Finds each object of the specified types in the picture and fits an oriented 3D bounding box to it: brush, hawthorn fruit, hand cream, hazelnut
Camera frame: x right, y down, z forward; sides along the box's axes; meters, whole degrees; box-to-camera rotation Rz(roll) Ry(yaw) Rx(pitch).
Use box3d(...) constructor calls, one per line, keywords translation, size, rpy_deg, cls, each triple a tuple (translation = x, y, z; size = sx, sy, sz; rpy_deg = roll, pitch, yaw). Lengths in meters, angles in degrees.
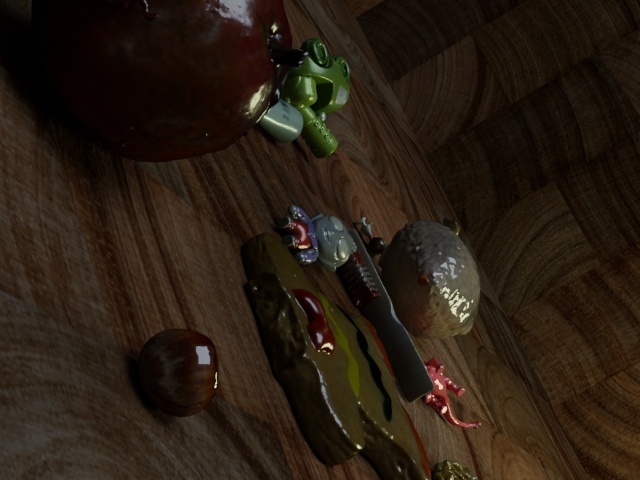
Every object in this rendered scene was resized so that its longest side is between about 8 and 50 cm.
box3d(translation=(0.099, 0.128, 2.171), size=(0.050, 0.060, 0.321), rpy_deg=(6, 53, -59), cls="brush")
box3d(translation=(-0.176, -0.225, 1.420), size=(0.316, 0.316, 0.316), rpy_deg=(55, 13, -20), cls="hawthorn fruit")
box3d(translation=(-0.134, -0.262, 2.182), size=(0.321, 0.067, 0.109), rpy_deg=(35, 28, -52), cls="hand cream")
box3d(translation=(-0.137, 0.126, 1.216), size=(0.086, 0.086, 0.086), rpy_deg=(55, 13, -20), cls="hazelnut")

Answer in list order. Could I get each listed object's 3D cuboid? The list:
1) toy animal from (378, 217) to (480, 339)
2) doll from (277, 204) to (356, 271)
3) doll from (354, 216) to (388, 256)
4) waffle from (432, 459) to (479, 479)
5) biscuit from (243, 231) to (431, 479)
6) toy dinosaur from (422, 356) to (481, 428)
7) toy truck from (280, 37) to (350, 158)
box3d(translation=(0.207, 0.073, 2.388), size=(0.358, 0.188, 0.226), rpy_deg=(59, 11, -78), cls="toy animal")
box3d(translation=(0.000, 0.000, 2.048), size=(0.227, 0.075, 0.102), rpy_deg=(16, 61, -57), cls="doll")
box3d(translation=(0.104, -0.008, 2.543), size=(0.085, 0.040, 0.058), rpy_deg=(60, -1, -18), cls="doll")
box3d(translation=(0.246, 0.438, 2.050), size=(0.192, 0.046, 0.160), rpy_deg=(40, 23, -55), cls="waffle")
box3d(translation=(0.037, 0.184, 1.760), size=(0.394, 0.076, 0.368), rpy_deg=(46, 17, -47), cls="biscuit")
box3d(translation=(0.195, 0.254, 2.294), size=(0.139, 0.070, 0.286), rpy_deg=(41, -4, 40), cls="toy dinosaur")
box3d(translation=(-0.031, -0.287, 2.460), size=(0.187, 0.148, 0.210), rpy_deg=(44, 40, -44), cls="toy truck")
